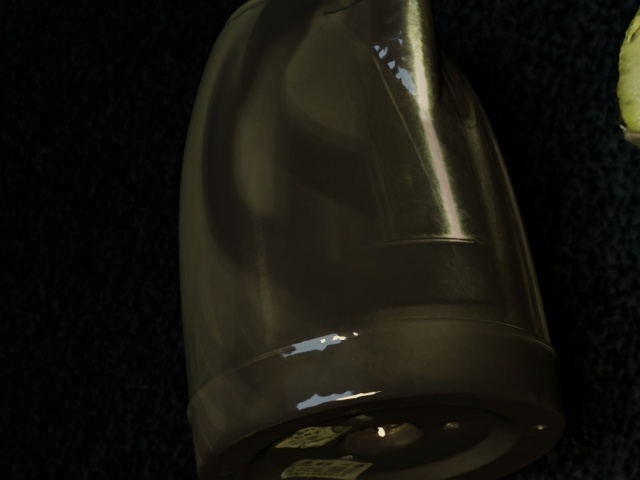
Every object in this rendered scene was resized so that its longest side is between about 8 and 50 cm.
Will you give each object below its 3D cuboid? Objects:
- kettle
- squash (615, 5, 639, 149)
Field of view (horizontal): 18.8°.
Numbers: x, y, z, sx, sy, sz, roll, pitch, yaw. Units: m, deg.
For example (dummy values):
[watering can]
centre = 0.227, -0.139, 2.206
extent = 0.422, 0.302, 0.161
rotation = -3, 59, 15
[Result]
[kettle]
centre = 0.000, 0.000, 1.249
extent = 0.321, 0.228, 0.324
rotation = 135, 133, -55
[squash]
centre = 0.293, -0.092, 1.134
extent = 0.220, 0.133, 0.220
rotation = -19, 54, 28
